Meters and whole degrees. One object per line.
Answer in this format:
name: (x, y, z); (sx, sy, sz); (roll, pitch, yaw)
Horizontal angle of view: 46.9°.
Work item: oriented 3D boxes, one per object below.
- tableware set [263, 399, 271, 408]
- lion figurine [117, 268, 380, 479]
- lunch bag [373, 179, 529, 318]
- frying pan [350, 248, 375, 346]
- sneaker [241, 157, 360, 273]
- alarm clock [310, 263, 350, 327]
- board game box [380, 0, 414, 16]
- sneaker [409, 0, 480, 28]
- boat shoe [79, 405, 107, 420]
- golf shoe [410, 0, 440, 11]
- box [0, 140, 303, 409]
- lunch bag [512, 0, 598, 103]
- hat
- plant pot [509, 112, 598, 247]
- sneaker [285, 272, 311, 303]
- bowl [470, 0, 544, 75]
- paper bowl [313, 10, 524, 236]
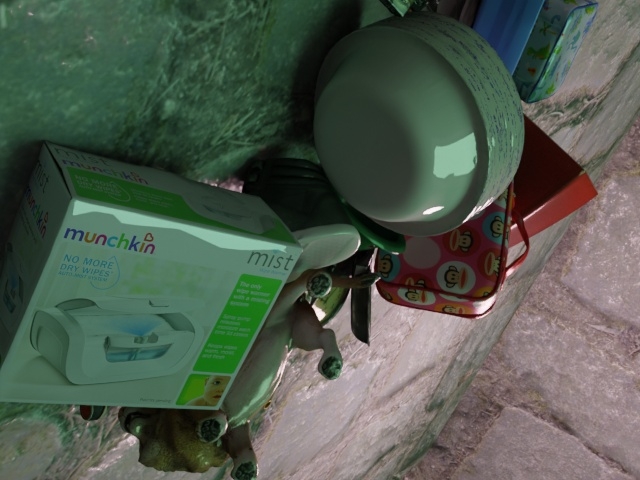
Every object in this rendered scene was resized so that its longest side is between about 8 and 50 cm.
tableware set: (-0.159, 0.361, 1.477); (0.154, 0.024, 0.104); (-37, 152, -32)
lion figurine: (-0.093, 0.171, 0.995); (0.392, 0.142, 0.240); (-44, -164, -9)
lunch bag: (0.241, -0.015, 1.313); (0.120, 0.258, 0.293); (72, 30, -62)
frying pan: (0.082, 0.087, 1.386); (0.326, 0.053, 0.197); (76, 15, -70)
sneaker: (-0.108, -0.027, 0.966); (0.296, 0.147, 0.104); (-8, 145, -15)
alarm clock: (0.002, 0.088, 1.345); (0.129, 0.064, 0.192); (-17, 140, -52)
board game box: (0.066, -0.354, 0.807); (0.186, 0.026, 0.126); (33, 93, -37)
sneaker: (0.167, -0.367, 0.990); (0.108, 0.100, 0.271); (-35, 151, -25)
boat shoe: (-0.302, 0.185, 0.955); (0.043, 0.049, 0.137); (-21, 139, -44)
golf shoe: (0.098, -0.381, 0.890); (0.077, 0.094, 0.198); (-16, 118, -18)
box: (-0.191, 0.047, 0.779); (0.262, 0.127, 0.231); (14, 114, -39)
lunch bag: (0.464, -0.391, 1.491); (0.176, 0.090, 0.219); (-26, 144, -44)
hat: (0.000, 0.000, 1.169); (0.183, 0.208, 0.173); (-44, -160, 21)
plant pot: (0.377, -0.125, 1.523); (0.236, 0.267, 0.267); (-46, 158, 14)
sneaker: (-0.126, 0.130, 1.135); (0.292, 0.110, 0.118); (-46, 145, -12)
bowl: (0.291, -0.375, 1.072); (0.391, 0.077, 0.391); (22, 90, -83)
paper bowl: (0.103, -0.139, 0.953); (0.148, 0.284, 0.284); (-32, 149, -36)
